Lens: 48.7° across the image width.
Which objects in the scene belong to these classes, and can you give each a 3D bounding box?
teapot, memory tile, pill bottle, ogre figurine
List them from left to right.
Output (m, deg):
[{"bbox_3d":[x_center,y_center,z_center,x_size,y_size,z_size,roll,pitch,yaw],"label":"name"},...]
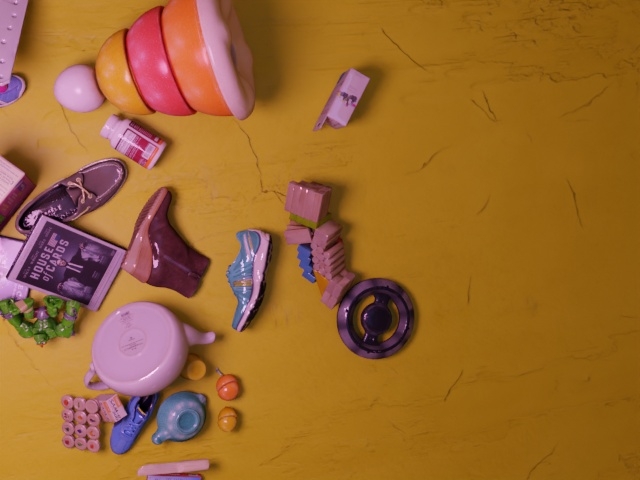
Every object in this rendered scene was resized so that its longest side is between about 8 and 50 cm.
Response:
[{"bbox_3d":[-0.683,0.194,1.746,0.197,0.097,0.118,-12,128,-13],"label":"ogre figurine"},{"bbox_3d":[-0.612,0.468,1.807,0.113,0.012,0.148,6,102,15],"label":"memory tile"},{"bbox_3d":[-0.473,-0.252,1.790,0.152,0.086,0.086,33,86,-13],"label":"pill bottle"},{"bbox_3d":[-0.441,0.289,1.788,0.255,0.187,0.253,16,67,18],"label":"teapot"}]

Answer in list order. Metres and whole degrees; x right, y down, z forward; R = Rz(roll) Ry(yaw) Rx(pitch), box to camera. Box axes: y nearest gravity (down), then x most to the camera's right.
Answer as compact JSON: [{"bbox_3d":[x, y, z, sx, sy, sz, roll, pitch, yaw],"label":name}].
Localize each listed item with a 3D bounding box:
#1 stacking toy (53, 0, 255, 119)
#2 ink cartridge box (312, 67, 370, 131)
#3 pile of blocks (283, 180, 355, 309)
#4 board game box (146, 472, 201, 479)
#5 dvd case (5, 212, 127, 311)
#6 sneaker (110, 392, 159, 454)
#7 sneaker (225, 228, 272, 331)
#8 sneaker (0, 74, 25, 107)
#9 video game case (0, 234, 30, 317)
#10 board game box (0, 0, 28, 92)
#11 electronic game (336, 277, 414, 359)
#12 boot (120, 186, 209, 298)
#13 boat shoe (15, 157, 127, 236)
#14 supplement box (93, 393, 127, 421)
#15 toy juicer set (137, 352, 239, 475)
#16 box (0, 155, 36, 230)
[{"bbox_3d":[-0.419,-0.421,1.728,0.479,0.350,0.351,-13,97,7],"label":"stacking toy"},{"bbox_3d":[0.054,-0.362,1.898,0.061,0.104,0.181,28,88,-13],"label":"ink cartridge box"},{"bbox_3d":[0.000,0.000,1.924,0.112,0.148,0.362,-34,116,-52],"label":"pile of blocks"},{"bbox_3d":[-0.410,0.765,1.902,0.145,0.027,0.282,7,92,-12],"label":"board game box"},{"bbox_3d":[-0.623,0.058,1.755,0.238,0.029,0.179,28,90,-38],"label":"dvd case"},{"bbox_3d":[-0.486,0.465,1.838,0.069,0.082,0.209,29,88,-15],"label":"sneaker"},{"bbox_3d":[-0.200,0.106,1.888,0.109,0.107,0.276,10,86,5],"label":"sneaker"},{"bbox_3d":[-0.820,-0.358,1.702,0.211,0.081,0.080,-14,95,-14],"label":"sneaker"},{"bbox_3d":[-0.857,0.073,1.751,0.274,0.026,0.196,13,91,-15],"label":"video game case"},{"bbox_3d":[-0.877,-0.528,1.607,0.389,0.050,0.390,6,63,-14],"label":"board game box"},{"bbox_3d":[0.156,0.220,1.990,0.229,0.048,0.229,-1,92,-14],"label":"electronic game"},{"bbox_3d":[-0.384,0.007,1.846,0.206,0.090,0.249,25,83,-28],"label":"boot"},{"bbox_3d":[-0.617,-0.105,1.761,0.305,0.091,0.109,-33,101,-9],"label":"boat shoe"},{"bbox_3d":[-0.544,0.428,1.810,0.036,0.098,0.062,-32,101,-42],"label":"supplement box"},{"bbox_3d":[-0.333,0.482,1.878,0.209,0.089,0.329,28,79,-26],"label":"toy juicer set"},{"bbox_3d":[-0.795,-0.080,1.642,0.117,0.213,0.243,37,77,-10],"label":"box"}]
